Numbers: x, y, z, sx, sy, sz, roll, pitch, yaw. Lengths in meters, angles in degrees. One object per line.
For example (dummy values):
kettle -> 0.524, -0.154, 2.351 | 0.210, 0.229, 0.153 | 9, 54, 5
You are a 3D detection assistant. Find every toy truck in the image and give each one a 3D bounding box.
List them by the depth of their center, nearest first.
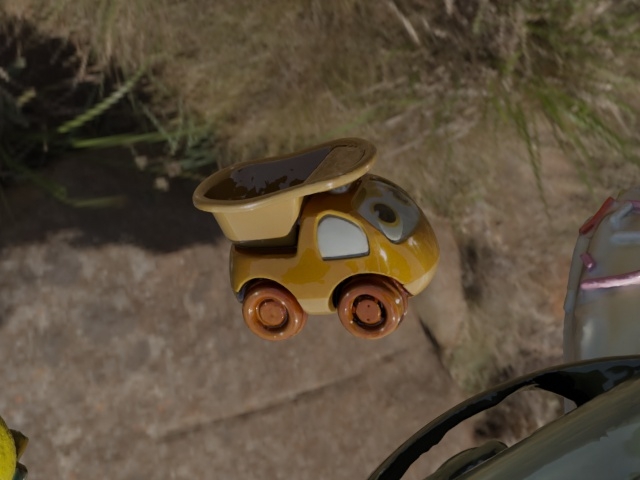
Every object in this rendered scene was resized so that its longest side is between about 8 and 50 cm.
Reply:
toy truck -> 0.000, 0.000, 1.687 | 0.288, 0.204, 0.211 | -5, 111, 20

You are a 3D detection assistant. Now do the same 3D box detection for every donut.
donut -> 0.369, 0.123, 1.347 | 0.142, 0.382, 0.382 | -5, 143, 35

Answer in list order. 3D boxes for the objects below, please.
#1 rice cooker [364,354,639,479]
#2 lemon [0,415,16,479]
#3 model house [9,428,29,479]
rice cooker -> 0.168, 0.236, 0.801 | 0.335, 0.325, 0.335 | -28, 167, -7
lemon -> -0.207, 0.119, 0.769 | 0.062, 0.062, 0.083 | -23, 121, 4
model house -> -0.399, 0.225, 1.227 | 0.268, 0.239, 0.173 | 13, 97, -5
